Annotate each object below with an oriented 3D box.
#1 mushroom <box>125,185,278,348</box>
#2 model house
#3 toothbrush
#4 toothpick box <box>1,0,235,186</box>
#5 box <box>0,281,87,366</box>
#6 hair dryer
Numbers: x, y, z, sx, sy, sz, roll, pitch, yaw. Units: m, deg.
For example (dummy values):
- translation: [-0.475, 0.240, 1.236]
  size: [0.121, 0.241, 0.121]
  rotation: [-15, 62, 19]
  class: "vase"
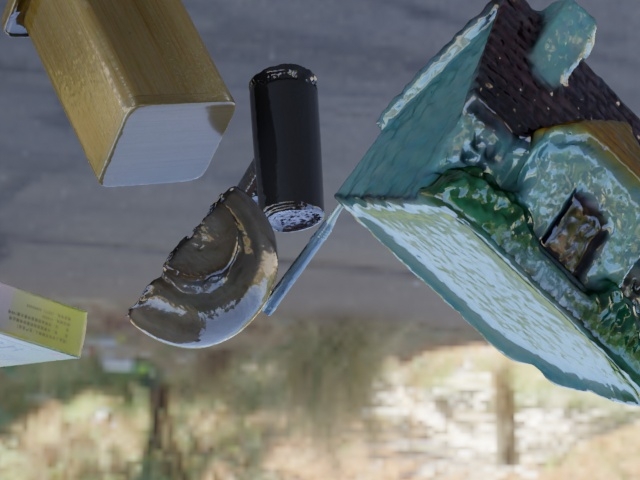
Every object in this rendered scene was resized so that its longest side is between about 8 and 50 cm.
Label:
- translation: [-0.109, 0.039, 1.745]
  size: [0.117, 0.188, 0.141]
  rotation: [37, 159, -7]
  class: "mushroom"
- translation: [0.210, -0.047, 1.381]
  size: [0.280, 0.249, 0.230]
  rotation: [42, 167, -20]
  class: "model house"
- translation: [0.000, 0.000, 1.798]
  size: [0.016, 0.019, 0.219]
  rotation: [9, 126, -49]
  class: "toothbrush"
- translation: [-0.247, -0.230, 2.067]
  size: [0.187, 0.308, 0.190]
  rotation: [-5, 143, -34]
  class: "toothpick box"
- translation: [-0.421, 0.081, 1.879]
  size: [0.175, 0.062, 0.260]
  rotation: [-9, 155, 43]
  class: "box"
- translation: [-0.065, -0.085, 2.149]
  size: [0.089, 0.197, 0.251]
  rotation: [2, 158, -19]
  class: "hair dryer"
